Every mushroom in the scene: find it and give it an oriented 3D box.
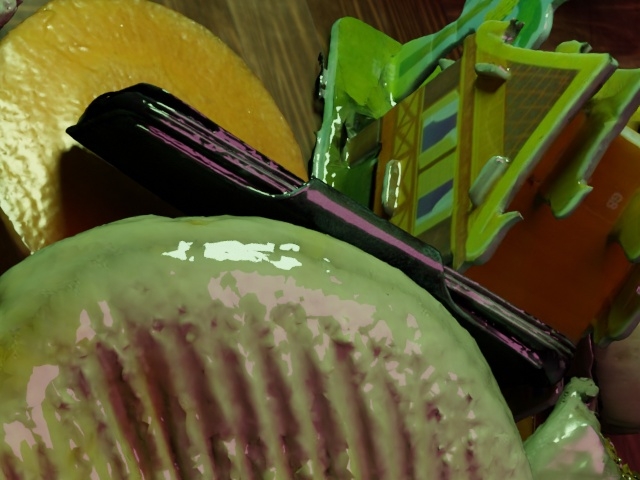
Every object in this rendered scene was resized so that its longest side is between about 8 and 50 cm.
[{"bbox_3d":[0.241,0.086,1.323,0.154,0.122,0.154,1,90,-74],"label":"mushroom"}]

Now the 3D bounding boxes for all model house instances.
[{"bbox_3d":[0.173,-0.073,1.219,0.242,0.312,0.358,30,49,-28],"label":"model house"}]

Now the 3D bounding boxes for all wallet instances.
[{"bbox_3d":[0.000,0.000,0.992,0.318,0.172,0.045,33,77,-16],"label":"wallet"}]

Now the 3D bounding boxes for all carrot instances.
[{"bbox_3d":[-0.125,-0.036,1.103,0.258,0.100,0.307,23,46,-28],"label":"carrot"}]

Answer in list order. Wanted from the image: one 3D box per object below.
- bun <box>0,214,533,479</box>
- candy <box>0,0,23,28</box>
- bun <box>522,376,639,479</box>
[{"bbox_3d":[-0.068,0.161,0.910,0.365,0.219,0.365,-1,92,-20],"label":"bun"},{"bbox_3d":[-0.249,-0.181,1.099,0.103,0.043,0.103,20,55,-31],"label":"candy"},{"bbox_3d":[0.215,0.249,1.149,0.281,0.205,0.282,1,81,-4],"label":"bun"}]
